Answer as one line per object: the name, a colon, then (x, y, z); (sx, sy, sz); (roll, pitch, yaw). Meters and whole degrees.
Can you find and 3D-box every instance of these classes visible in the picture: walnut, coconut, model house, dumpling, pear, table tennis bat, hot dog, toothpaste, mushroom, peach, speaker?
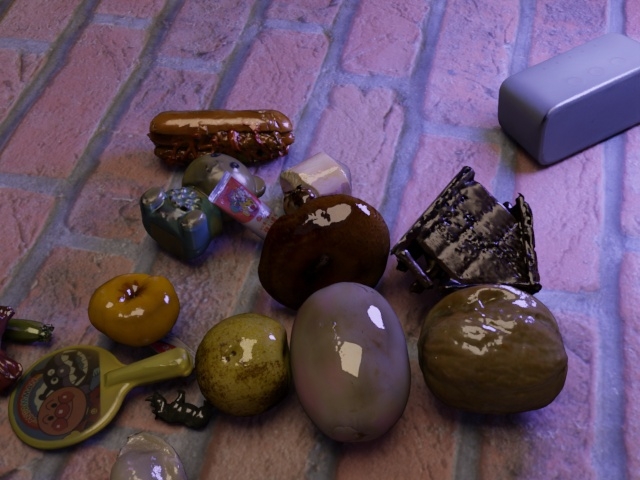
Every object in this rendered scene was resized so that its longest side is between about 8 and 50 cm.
walnut: (0.318, 0.204, 1.691); (0.283, 0.282, 0.227); (4, 25, 5)
coconut: (0.000, -0.124, 2.058); (0.153, 0.147, 0.147); (-27, 54, -19)
model house: (0.323, 0.032, 1.888); (0.282, 0.317, 0.297); (40, 89, 6)
dumpling: (-0.299, 0.434, 1.603); (0.136, 0.118, 0.199); (1, 70, 5)
pear: (-0.149, 0.234, 1.716); (0.197, 0.197, 0.197); (-1, 49, 1)
table tennis bat: (-0.424, 0.280, 1.754); (0.369, 0.054, 0.224); (-15, 48, 1)
hot dog: (-0.235, -0.233, 2.160); (0.349, 0.158, 0.117); (0, 67, -4)
toothpaste: (-0.134, -0.047, 1.968); (0.234, 0.057, 0.089); (38, 53, -15)
mushroom: (0.019, 0.014, 1.876); (0.267, 0.267, 0.254); (15, 41, 14)
peach: (-0.367, 0.132, 1.806); (0.179, 0.103, 0.179); (0, 38, 0)
speaker: (0.637, -0.355, 2.223); (0.406, 0.183, 0.184); (-25, 48, -18)

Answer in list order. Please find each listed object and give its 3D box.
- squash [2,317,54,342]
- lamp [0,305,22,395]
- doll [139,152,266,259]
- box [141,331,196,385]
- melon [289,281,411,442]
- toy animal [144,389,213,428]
squash: (-0.632, 0.180, 1.869); (0.184, 0.052, 0.052); (6, 49, 7)
lamp: (-0.704, 0.234, 1.765); (0.223, 0.151, 0.215); (-4, 72, -44)
doll: (-0.256, -0.087, 2.019); (0.177, 0.161, 0.260); (27, 54, 21)
box: (-0.324, 0.207, 1.845); (0.218, 0.039, 0.055); (35, 57, 28)
melon: (0.054, 0.221, 1.701); (0.223, 0.223, 0.317); (-6, 54, -3)
toy animal: (-0.273, 0.319, 1.741); (0.136, 0.047, 0.065); (14, 59, 6)
